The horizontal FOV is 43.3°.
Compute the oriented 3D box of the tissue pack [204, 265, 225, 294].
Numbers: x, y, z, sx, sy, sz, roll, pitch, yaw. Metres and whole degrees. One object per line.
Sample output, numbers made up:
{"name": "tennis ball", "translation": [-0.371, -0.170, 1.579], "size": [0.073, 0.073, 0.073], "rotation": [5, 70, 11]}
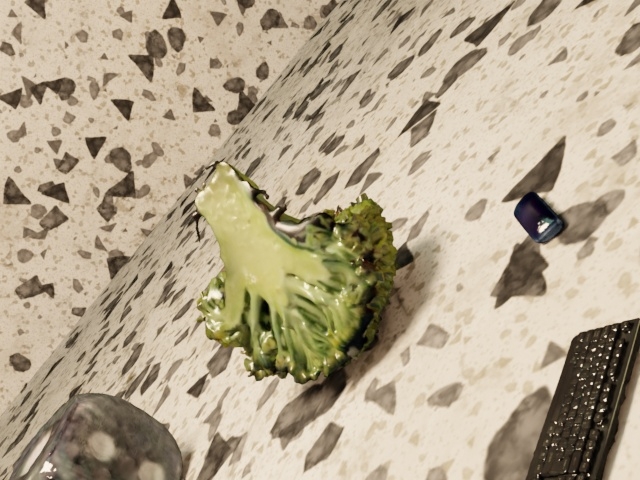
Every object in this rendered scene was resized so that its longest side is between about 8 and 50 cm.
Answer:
{"name": "tissue pack", "translation": [-0.132, 0.057, 1.405], "size": [0.148, 0.060, 0.108], "rotation": [-54, 17, -15]}

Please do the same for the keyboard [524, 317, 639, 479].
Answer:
{"name": "keyboard", "translation": [0.177, 0.139, 0.575], "size": [0.074, 0.015, 0.196], "rotation": [-23, 31, 55]}

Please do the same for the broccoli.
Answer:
{"name": "broccoli", "translation": [-0.024, 0.027, 0.966], "size": [0.242, 0.273, 0.180], "rotation": [-41, -14, 22]}

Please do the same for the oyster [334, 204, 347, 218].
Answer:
{"name": "oyster", "translation": [0.004, 0.001, 1.206], "size": [0.148, 0.051, 0.103], "rotation": [-51, 12, 55]}

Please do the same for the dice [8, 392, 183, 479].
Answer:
{"name": "dice", "translation": [-0.307, 0.328, 1.076], "size": [0.182, 0.183, 0.181], "rotation": [-39, 22, 32]}

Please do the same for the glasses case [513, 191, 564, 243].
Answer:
{"name": "glasses case", "translation": [0.214, -0.025, 0.806], "size": [0.033, 0.023, 0.083], "rotation": [-44, 18, 14]}
